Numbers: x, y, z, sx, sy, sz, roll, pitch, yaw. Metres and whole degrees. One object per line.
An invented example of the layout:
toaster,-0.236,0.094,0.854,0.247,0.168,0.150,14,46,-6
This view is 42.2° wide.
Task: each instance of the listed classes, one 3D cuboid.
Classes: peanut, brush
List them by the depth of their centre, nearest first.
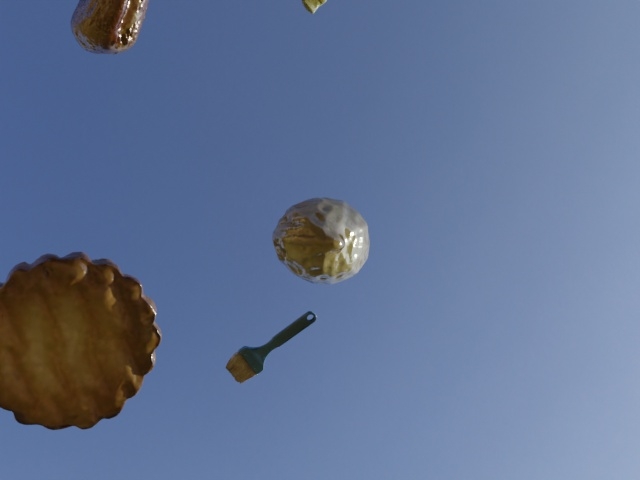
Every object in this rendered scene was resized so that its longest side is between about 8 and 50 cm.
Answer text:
peanut,0.000,0.000,1.129,0.136,0.298,0.120,-4,-91,3
brush,-0.074,0.163,1.300,0.164,0.014,0.051,-35,-68,0

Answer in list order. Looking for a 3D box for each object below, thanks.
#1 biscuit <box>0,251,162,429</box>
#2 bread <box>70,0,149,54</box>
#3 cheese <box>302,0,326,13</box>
biscuit,-0.447,0.174,1.471,0.325,0.107,0.326,-4,-78,-17
bread,-0.237,-0.408,1.093,0.084,0.124,0.344,15,-82,-45
cheese,-0.008,-0.271,0.859,0.060,0.084,0.041,-33,-100,1
